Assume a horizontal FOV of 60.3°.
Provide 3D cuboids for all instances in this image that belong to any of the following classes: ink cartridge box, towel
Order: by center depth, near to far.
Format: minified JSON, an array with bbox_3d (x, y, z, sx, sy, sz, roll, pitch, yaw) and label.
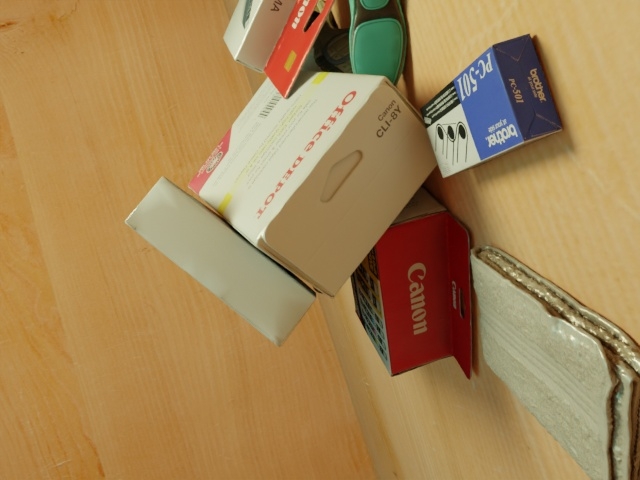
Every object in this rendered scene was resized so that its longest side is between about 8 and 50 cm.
[{"bbox_3d":[0.177,-0.137,0.612,0.207,0.046,0.097,164,88,-81],"label":"ink cartridge box"},{"bbox_3d":[0.257,0.136,0.635,0.282,0.049,0.187,-126,21,-65],"label":"towel"},{"bbox_3d":[-0.031,-0.115,0.890,0.160,0.279,0.385,38,178,-31],"label":"ink cartridge box"},{"bbox_3d":[-0.053,-0.417,0.901,0.296,0.066,0.261,-59,33,23],"label":"ink cartridge box"},{"bbox_3d":[0.140,0.065,0.948,0.272,0.130,0.309,-120,16,-58],"label":"ink cartridge box"}]

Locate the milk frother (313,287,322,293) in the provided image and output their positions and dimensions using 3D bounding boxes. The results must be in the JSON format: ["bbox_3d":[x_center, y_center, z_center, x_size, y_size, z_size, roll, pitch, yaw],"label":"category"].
[{"bbox_3d":[0.000,0.000,1.026,0.135,0.143,0.129,44,-164,-42],"label":"milk frother"}]

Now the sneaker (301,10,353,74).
[{"bbox_3d":[0.023,-0.314,0.989,0.297,0.111,0.129,50,166,42],"label":"sneaker"}]

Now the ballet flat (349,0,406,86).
[{"bbox_3d":[0.080,-0.331,0.791,0.087,0.083,0.247,-79,-17,-51],"label":"ballet flat"}]

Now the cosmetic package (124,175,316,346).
[{"bbox_3d":[-0.142,0.041,0.954,0.284,0.097,0.377,36,176,2],"label":"cosmetic package"}]

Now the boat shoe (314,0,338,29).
[{"bbox_3d":[0.004,-0.393,1.101,0.068,0.072,0.190,91,159,-64],"label":"boat shoe"}]
